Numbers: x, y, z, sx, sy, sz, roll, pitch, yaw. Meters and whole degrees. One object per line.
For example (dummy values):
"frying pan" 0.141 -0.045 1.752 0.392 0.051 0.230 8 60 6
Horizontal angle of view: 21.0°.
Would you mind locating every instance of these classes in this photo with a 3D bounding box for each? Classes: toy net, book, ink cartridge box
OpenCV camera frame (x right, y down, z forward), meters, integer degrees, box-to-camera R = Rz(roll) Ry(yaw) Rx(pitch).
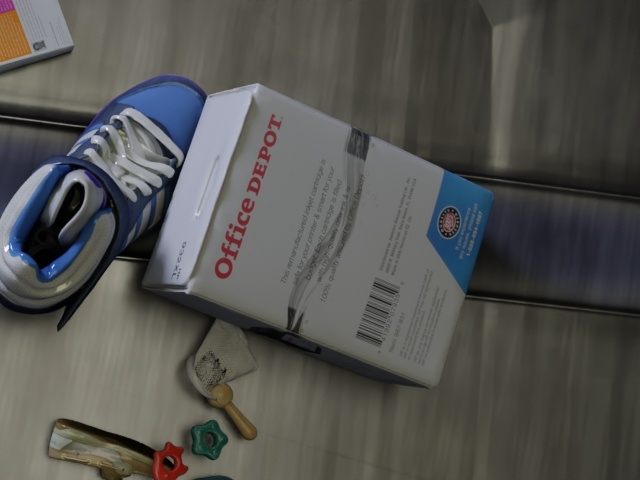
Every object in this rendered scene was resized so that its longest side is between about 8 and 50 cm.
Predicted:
"toy net" -0.125 0.196 1.822 0.122 0.045 0.232 8 75 -27
"book" -0.346 -0.228 1.840 0.144 0.035 0.096 -18 84 -15
"ink cartridge box" 0.000 0.000 1.802 0.307 0.129 0.223 23 79 -26

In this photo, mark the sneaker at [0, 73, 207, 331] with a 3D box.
"sneaker" -0.210 -0.056 1.742 0.130 0.236 0.323 43 76 -5

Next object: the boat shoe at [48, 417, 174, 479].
"boat shoe" -0.219 0.227 1.806 0.135 0.050 0.045 22 95 -11
